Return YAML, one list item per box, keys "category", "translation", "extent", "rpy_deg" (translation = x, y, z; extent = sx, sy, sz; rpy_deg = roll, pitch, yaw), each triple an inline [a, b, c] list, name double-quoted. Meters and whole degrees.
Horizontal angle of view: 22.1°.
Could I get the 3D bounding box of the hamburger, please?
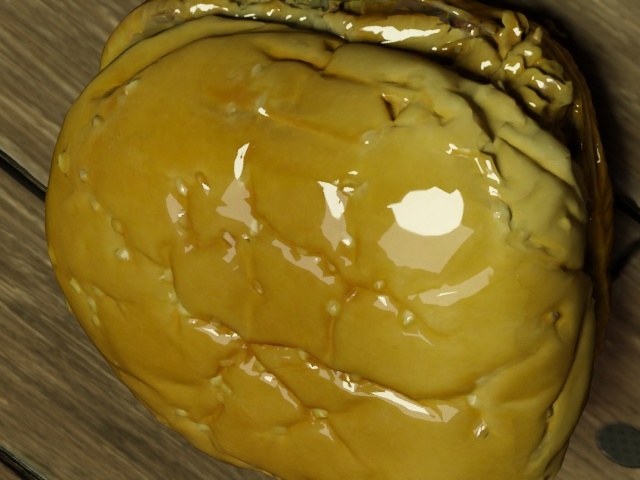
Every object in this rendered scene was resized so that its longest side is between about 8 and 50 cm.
- category: "hamburger"
  translation: [0.000, 0.000, 0.824]
  extent: [0.318, 0.158, 0.319]
  rpy_deg: [17, 133, 19]
